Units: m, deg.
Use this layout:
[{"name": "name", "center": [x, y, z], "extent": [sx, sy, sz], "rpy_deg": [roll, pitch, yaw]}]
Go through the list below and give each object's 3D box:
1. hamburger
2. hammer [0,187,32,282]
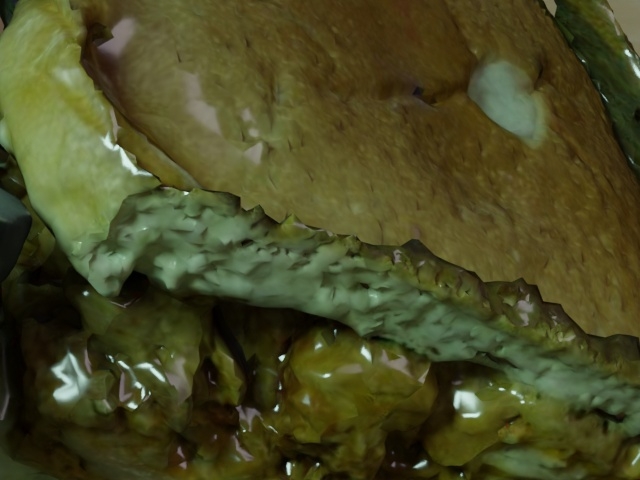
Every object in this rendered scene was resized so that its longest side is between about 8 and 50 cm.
[{"name": "hamburger", "center": [0.000, 0.000, 0.693], "extent": [0.318, 0.195, 0.277], "rpy_deg": [25, 36, -24]}, {"name": "hammer", "center": [-0.199, 0.011, 0.574], "extent": [0.226, 0.159, 0.041], "rpy_deg": [31, 14, 21]}]
